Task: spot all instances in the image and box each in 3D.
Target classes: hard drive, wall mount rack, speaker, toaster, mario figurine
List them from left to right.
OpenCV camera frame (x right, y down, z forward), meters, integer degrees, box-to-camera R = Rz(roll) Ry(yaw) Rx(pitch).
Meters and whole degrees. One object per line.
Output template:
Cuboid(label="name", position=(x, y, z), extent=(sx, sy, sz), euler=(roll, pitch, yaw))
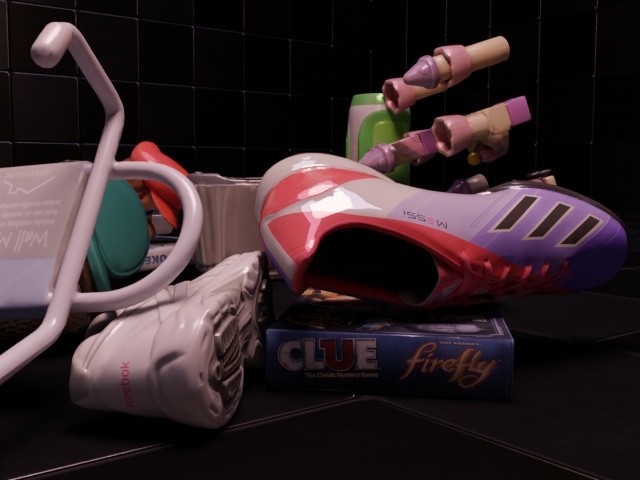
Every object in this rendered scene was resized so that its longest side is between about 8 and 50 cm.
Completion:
Cuboid(label="wall mount rack", position=(-0.259, 0.013, 0.439), extent=(0.350, 0.304, 0.130), euler=(-4, -35, 14))
Cuboid(label="mario figurine", position=(-0.344, -0.035, 1.158), extent=(0.320, 0.170, 0.198), euler=(-10, 41, 1))
Cuboid(label="hard drive", position=(-0.458, -0.042, 1.738), extent=(0.254, 0.054, 0.172), euler=(0, 5, -7))
Cuboid(label="toaster", position=(-0.084, -0.024, 1.053), extent=(0.227, 0.146, 0.129), euler=(-1, 6, -9))
Cuboid(label="speaker", position=(0.118, -0.142, 1.517), extent=(0.131, 0.297, 0.131), euler=(0, 5, 0))

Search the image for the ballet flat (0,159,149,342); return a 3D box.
Cuboid(label="ballet flat", position=(-0.297, 0.005, 0.803), extent=(0.182, 0.164, 0.483), euler=(-15, 9, -6))

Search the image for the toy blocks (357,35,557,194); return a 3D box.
Cuboid(label="toy blocks", position=(0.196, -0.156, 1.312), extent=(0.260, 0.309, 0.288), euler=(-21, 4, -17))

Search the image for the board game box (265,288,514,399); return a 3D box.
Cuboid(label="board game box", position=(0.060, 0.070, 0.611), extent=(0.165, 0.042, 0.243), euler=(1, 5, 7))

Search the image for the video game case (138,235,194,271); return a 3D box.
Cuboid(label="video game case", position=(-0.368, 0.020, 1.188), extent=(0.329, 0.036, 0.300), euler=(3, 6, 36))

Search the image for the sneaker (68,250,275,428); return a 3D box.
Cuboid(label="sneaker", position=(-0.097, 0.057, 0.517), extent=(0.115, 0.090, 0.232), euler=(-3, 4, 8))

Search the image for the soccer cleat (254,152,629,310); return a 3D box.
Cuboid(label="soccer cleat", position=(0.108, 0.013, 0.576), extent=(0.318, 0.109, 0.116), euler=(9, 33, -17))
